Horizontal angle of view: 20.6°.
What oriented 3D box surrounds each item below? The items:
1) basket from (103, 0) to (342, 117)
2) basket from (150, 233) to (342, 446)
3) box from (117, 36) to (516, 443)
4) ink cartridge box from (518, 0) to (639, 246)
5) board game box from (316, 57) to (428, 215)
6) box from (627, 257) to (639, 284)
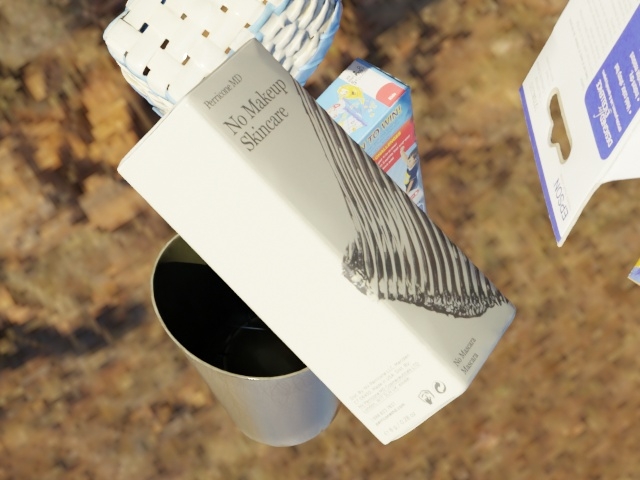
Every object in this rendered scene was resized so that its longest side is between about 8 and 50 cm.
[{"bbox_3d":[-0.091,-0.226,1.925,0.255,0.201,0.289,-51,158,2],"label":"basket"},{"bbox_3d":[-0.052,0.106,1.755,0.154,0.204,0.227,-52,155,-18],"label":"basket"},{"bbox_3d":[0.000,0.000,1.231,0.094,0.275,0.113,-40,-173,40],"label":"box"},{"bbox_3d":[0.240,-0.177,1.105,0.069,0.176,0.371,16,128,-18],"label":"ink cartridge box"},{"bbox_3d":[0.001,-0.026,2.241,0.308,0.086,0.302,-47,153,-20],"label":"board game box"},{"bbox_3d":[0.360,0.023,1.752,0.081,0.028,0.136,-58,-166,3],"label":"box"}]
